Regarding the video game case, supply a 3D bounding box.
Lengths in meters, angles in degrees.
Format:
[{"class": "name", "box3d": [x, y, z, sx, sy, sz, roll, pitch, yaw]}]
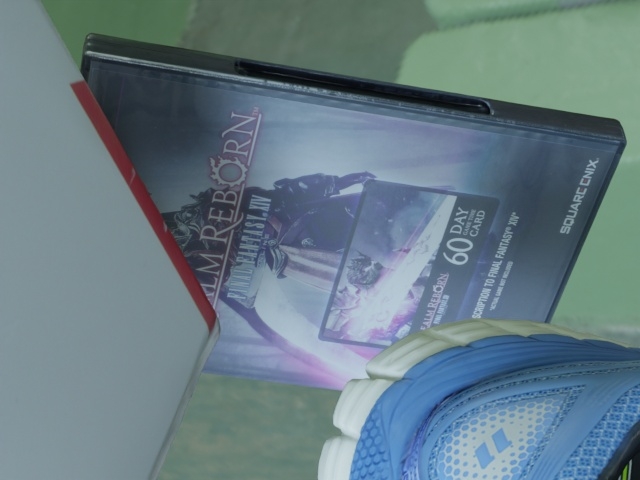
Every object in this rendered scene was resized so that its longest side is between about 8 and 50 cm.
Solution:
[{"class": "video game case", "box3d": [0.000, 0.000, 0.762, 0.026, 0.274, 0.196, -97, 18, -52]}]

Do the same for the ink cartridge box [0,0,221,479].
[{"class": "ink cartridge box", "box3d": [-0.277, 0.004, 0.564, 0.385, 0.279, 0.160, -2, 47, 25]}]

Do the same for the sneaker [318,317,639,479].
[{"class": "sneaker", "box3d": [0.173, 0.081, 0.480, 0.147, 0.330, 0.129, -157, 60, -62]}]
